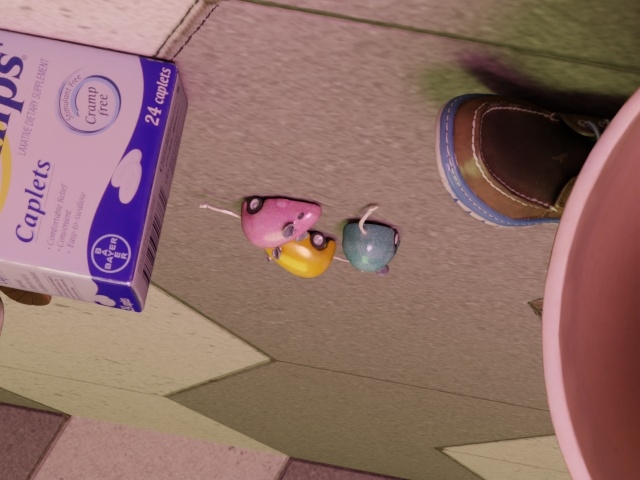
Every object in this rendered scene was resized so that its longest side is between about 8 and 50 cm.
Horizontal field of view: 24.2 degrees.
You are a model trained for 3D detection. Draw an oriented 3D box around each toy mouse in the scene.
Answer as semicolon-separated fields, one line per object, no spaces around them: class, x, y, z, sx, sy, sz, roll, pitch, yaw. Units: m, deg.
toy mouse;0.000;0.000;1.041;0.161;0.031;0.143;19;164;-29

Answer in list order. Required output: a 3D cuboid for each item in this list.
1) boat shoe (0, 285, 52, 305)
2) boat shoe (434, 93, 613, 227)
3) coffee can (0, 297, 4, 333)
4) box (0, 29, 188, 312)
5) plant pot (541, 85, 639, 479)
boat shoe;-0.251;-0.006;1.172;0.056;0.049;0.152;0;145;15
boat shoe;0.131;-0.038;0.747;0.066;0.066;0.183;-9;166;42
coffee can;-0.411;0.062;1.126;0.275;0.201;0.201;34;157;-24
box;-0.152;-0.039;0.811;0.137;0.126;0.072;10;167;2
plant pot;0.227;0.032;0.634;0.257;0.256;0.274;9;-178;10
